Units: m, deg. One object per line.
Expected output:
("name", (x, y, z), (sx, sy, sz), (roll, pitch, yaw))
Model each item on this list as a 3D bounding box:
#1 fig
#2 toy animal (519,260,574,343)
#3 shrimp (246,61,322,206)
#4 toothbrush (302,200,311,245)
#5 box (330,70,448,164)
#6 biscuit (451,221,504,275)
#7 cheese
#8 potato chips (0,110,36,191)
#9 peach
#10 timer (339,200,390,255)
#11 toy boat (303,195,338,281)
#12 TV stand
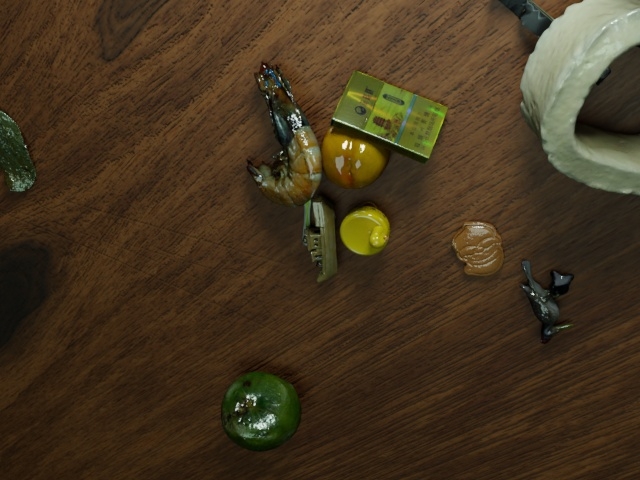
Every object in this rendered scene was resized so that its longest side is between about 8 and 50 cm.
("fig", (-0.147, 0.452, 1.691), (0.203, 0.203, 0.235), (12, 146, 9))
("toy animal", (0.474, 0.136, 1.398), (0.105, 0.070, 0.203), (4, 123, 29))
("shrimp", (-0.094, -0.203, 1.341), (0.222, 0.054, 0.291), (-18, 90, 52))
("toothbrush", (-0.027, -0.099, 1.420), (0.022, 0.026, 0.263), (0, 120, -3))
("box", (0.129, -0.232, 1.249), (0.193, 0.121, 0.030), (23, 157, 2))
("biscuit", (0.330, 0.018, 1.388), (0.102, 0.019, 0.131), (-14, 113, 22))
("cheese", (0.508, -0.233, 1.078), (0.332, 0.153, 0.292), (17, 124, -15))
("potato chips", (-0.743, -0.215, 1.565), (0.142, 0.026, 0.209), (14, 121, 11))
("peach", (0.065, -0.163, 1.298), (0.138, 0.138, 0.138), (7, 120, 12))
("timer", (0.093, -0.016, 1.384), (0.107, 0.109, 0.107), (7, 120, 13))
("toy boat", (0.000, 0.000, 1.442), (0.072, 0.064, 0.206), (-1, 122, 3))
("TV stand", (0.394, -0.358, 1.142), (0.249, 0.042, 0.036), (37, 120, -7))
